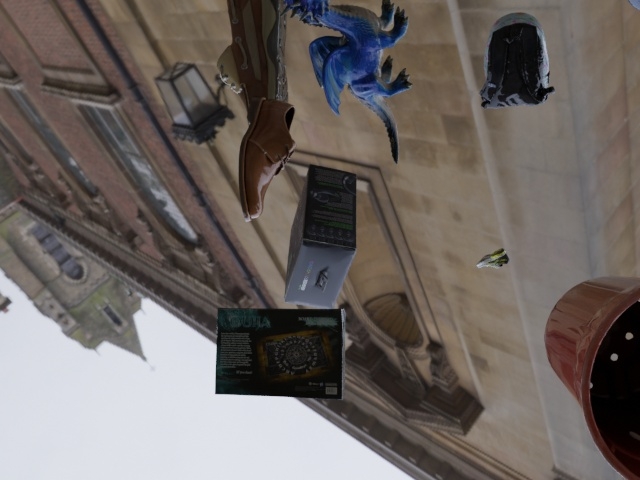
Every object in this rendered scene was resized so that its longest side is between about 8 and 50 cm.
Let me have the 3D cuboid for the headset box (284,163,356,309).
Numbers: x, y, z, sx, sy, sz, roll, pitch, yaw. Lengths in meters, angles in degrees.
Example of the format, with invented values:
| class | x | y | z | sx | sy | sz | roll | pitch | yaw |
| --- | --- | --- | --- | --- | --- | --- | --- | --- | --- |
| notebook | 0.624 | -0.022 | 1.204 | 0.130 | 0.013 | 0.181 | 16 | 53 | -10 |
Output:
| class | x | y | z | sx | sy | sz | roll | pitch | yaw |
| --- | --- | --- | --- | --- | --- | --- | --- | --- | --- |
| headset box | 0.000 | 0.000 | 1.482 | 0.131 | 0.246 | 0.283 | 11 | -134 | -8 |

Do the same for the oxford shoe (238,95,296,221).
| class | x | y | z | sx | sy | sz | roll | pitch | yaw |
| --- | --- | --- | --- | --- | --- | --- | --- | --- | --- |
| oxford shoe | -0.076 | -0.124 | 0.870 | 0.076 | 0.076 | 0.212 | 5 | -115 | 5 |

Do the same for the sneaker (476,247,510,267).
| class | x | y | z | sx | sy | sz | roll | pitch | yaw |
| --- | --- | --- | --- | --- | --- | --- | --- | --- | --- |
| sneaker | 0.371 | 0.047 | 1.273 | 0.031 | 0.035 | 0.083 | -40 | -178 | -35 |

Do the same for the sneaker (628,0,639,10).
| class | x | y | z | sx | sy | sz | roll | pitch | yaw |
| --- | --- | --- | --- | --- | --- | --- | --- | --- | --- |
| sneaker | 0.450 | -0.424 | 0.820 | 0.131 | 0.350 | 0.148 | 13 | -110 | 35 |

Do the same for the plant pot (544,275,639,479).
| class | x | y | z | sx | sy | sz | roll | pitch | yaw |
| --- | --- | --- | --- | --- | --- | --- | --- | --- | --- |
| plant pot | 0.441 | 0.161 | 0.800 | 0.272 | 0.272 | 0.265 | -23 | -179 | 4 |

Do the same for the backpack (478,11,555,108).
| class | x | y | z | sx | sy | sz | roll | pitch | yaw |
| --- | --- | --- | --- | --- | --- | --- | --- | --- | --- |
| backpack | 0.402 | -0.376 | 1.234 | 0.152 | 0.182 | 0.115 | -5 | -144 | 15 |

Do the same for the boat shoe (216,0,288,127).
| class | x | y | z | sx | sy | sz | roll | pitch | yaw |
| --- | --- | --- | --- | --- | --- | --- | --- | --- | --- |
| boat shoe | -0.125 | -0.320 | 1.095 | 0.120 | 0.122 | 0.324 | -1 | -97 | 5 |

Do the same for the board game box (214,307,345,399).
| class | x | y | z | sx | sy | sz | roll | pitch | yaw |
| --- | --- | --- | --- | --- | --- | --- | --- | --- | --- |
| board game box | -0.058 | 0.158 | 0.845 | 0.186 | 0.026 | 0.126 | 0 | -97 | 12 |

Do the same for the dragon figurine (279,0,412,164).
| class | x | y | z | sx | sy | sz | roll | pitch | yaw |
| --- | --- | --- | --- | --- | --- | --- | --- | --- | --- |
| dragon figurine | 0.035 | -0.220 | 0.760 | 0.144 | 0.289 | 0.085 | -17 | -133 | -7 |
